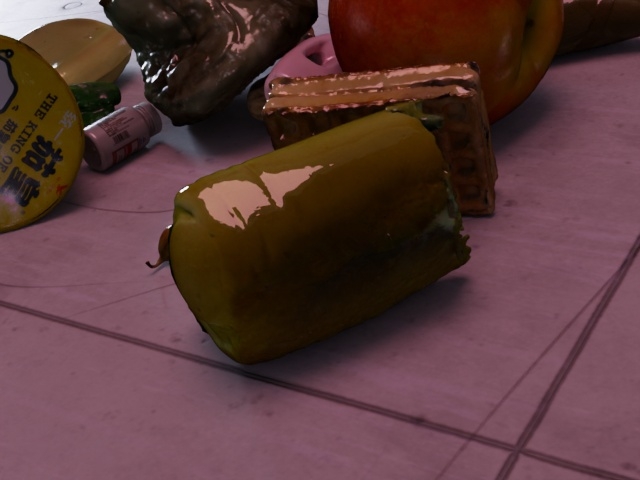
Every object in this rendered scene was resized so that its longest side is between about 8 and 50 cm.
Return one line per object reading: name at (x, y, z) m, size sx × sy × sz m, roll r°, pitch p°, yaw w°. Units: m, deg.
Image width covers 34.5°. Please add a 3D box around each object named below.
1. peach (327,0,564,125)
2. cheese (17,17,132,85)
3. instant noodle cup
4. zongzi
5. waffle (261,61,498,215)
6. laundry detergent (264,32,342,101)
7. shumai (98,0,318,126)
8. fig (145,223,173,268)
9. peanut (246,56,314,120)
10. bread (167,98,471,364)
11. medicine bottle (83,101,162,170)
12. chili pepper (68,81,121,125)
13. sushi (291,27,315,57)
peach at (0.185, -0.357, 1.635) m, size 0.389 × 0.388 × 0.388 m, roll -8°, pitch 32°, yaw 5°
cheese at (-0.517, -0.356, 2.088) m, size 0.260 × 0.128 × 0.316 m, roll 21°, pitch 50°, yaw 30°
instant noodle cup at (-0.554, -0.202, 1.699) m, size 0.326 × 0.325 × 0.254 m, roll -16°, pitch 24°, yaw -6°
zongzi at (0.452, -0.365, 1.789) m, size 0.260 × 0.123 × 0.289 m, roll -34°, pitch 42°, yaw -24°
waffle at (0.084, -0.137, 1.449) m, size 0.308 × 0.212 × 0.091 m, roll -2°, pitch 42°, yaw 18°
laundry detergent at (0.025, -0.286, 1.778) m, size 0.088 × 0.159 × 0.335 m, roll -27°, pitch 14°, yaw 36°
shumai at (-0.222, -0.406, 1.803) m, size 0.324 × 0.323 × 0.397 m, roll -35°, pitch 18°, yaw 29°
fig at (-0.218, 0.011, 1.481) m, size 0.050 × 0.050 × 0.083 m, roll 23°, pitch 59°, yaw 42°
peanut at (-0.055, -0.268, 1.833) m, size 0.194 × 0.083 × 0.093 m, roll -33°, pitch 3°, yaw -38°
bread at (0.000, 0.000, 1.255) m, size 0.377 × 0.251 × 0.208 m, roll -21°, pitch 50°, yaw -19°
medicine bottle at (-0.348, -0.185, 1.797) m, size 0.079 × 0.079 × 0.140 m, roll 19°, pitch 43°, yaw 39°
chili pepper at (-0.488, -0.236, 1.914) m, size 0.257 × 0.100 × 0.074 m, roll -21°, pitch 31°, yaw -19°
sushi at (-0.067, -0.425, 2.063) m, size 0.097 × 0.103 × 0.226 m, roll -29°, pitch 44°, yaw -24°
